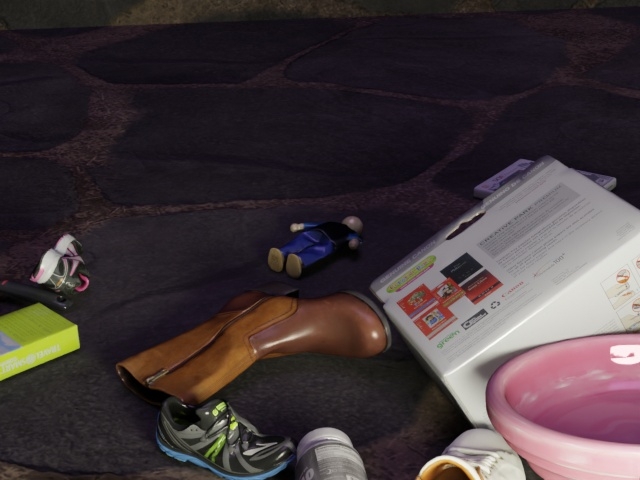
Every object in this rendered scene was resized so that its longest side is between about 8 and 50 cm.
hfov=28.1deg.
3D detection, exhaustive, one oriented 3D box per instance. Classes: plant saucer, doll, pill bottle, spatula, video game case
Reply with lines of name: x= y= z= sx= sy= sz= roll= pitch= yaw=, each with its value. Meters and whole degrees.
plant saucer: x=0.340 y=0.187 z=1.333 sx=0.332 sy=0.084 sz=0.332 roll=-4 pitch=15 yaw=1
doll: x=0.000 y=0.000 z=2.013 sx=0.129 sy=0.046 sz=0.189 roll=19 pitch=32 yaw=37
pill bottle: x=0.013 y=0.265 z=1.379 sx=0.078 sy=0.078 sz=0.137 roll=-5 pitch=24 yaw=-6
spatula: x=-0.499 y=0.070 z=1.912 sx=0.296 sy=0.030 sz=0.084 roll=9 pitch=27 yaw=22
video game case: x=0.391 y=-0.093 z=2.222 sx=0.190 sy=0.022 sz=0.173 roll=15 pitch=30 yaw=33

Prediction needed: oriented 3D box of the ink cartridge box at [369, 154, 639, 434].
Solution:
ink cartridge box: x=0.251 y=0.061 z=1.597 sx=0.309 sy=0.130 sz=0.272 roll=-35 pitch=29 yaw=-2

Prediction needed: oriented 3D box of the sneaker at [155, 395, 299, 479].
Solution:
sneaker: x=-0.112 y=0.225 z=1.477 sx=0.188 sy=0.078 sz=0.067 roll=11 pitch=27 yaw=26

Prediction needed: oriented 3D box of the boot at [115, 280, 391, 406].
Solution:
boot: x=-0.082 y=0.140 z=1.647 sx=0.264 sy=0.096 sz=0.280 roll=19 pitch=32 yaw=38

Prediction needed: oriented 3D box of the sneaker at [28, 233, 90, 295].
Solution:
sneaker: x=-0.382 y=0.048 z=1.926 sx=0.077 sy=0.072 sz=0.178 roll=35 pitch=13 yaw=-5

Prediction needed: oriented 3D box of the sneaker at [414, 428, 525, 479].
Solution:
sneaker: x=0.158 y=0.256 z=1.338 sx=0.105 sy=0.123 sz=0.290 roll=3 pitch=23 yaw=14

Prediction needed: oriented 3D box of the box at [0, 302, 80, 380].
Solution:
box: x=-0.430 y=0.143 z=1.727 sx=0.178 sy=0.042 sz=0.109 roll=-22 pitch=30 yaw=-37
